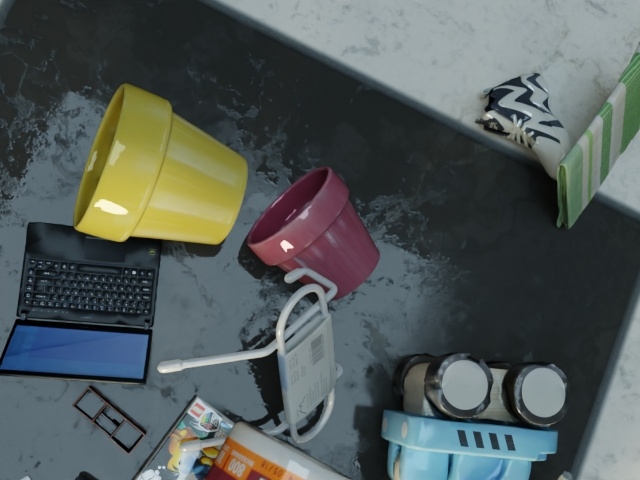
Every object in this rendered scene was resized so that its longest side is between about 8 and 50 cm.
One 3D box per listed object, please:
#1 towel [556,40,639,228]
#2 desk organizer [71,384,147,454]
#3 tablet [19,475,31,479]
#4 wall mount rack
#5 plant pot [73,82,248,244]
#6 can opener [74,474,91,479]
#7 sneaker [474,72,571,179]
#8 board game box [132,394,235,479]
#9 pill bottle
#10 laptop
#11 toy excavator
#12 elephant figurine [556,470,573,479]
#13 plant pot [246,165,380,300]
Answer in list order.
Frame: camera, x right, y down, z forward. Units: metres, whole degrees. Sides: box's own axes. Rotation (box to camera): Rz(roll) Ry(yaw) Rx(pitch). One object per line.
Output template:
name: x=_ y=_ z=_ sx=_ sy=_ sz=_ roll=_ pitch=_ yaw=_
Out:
towel: x=0.544 y=-0.199 z=1.534 sx=0.038 sy=0.248 sz=0.325 roll=30 pitch=74 yaw=28
desk organizer: x=-0.358 y=0.304 z=1.359 sx=0.130 sy=0.050 sz=0.047 roll=41 pitch=76 yaw=-3
tablet: x=-0.509 y=0.437 z=1.332 sx=0.083 sy=0.006 sz=0.054 roll=-32 pitch=89 yaw=-14
wall mount rack: x=-0.092 y=0.213 z=1.303 sx=0.130 sy=0.350 sz=0.304 roll=28 pitch=49 yaw=33
plant pot: x=-0.261 y=-0.103 z=1.353 sx=0.239 sy=0.254 sz=0.254 roll=19 pitch=78 yaw=-23
can opener: x=-0.343 y=0.461 z=1.344 sx=0.186 sy=0.073 sz=0.059 roll=34 pitch=115 yaw=-1
sneaker: x=0.382 y=-0.213 z=1.554 sx=0.153 sy=0.094 sz=0.235 roll=-10 pitch=73 yaw=-6
board game box: x=-0.150 y=0.434 z=1.379 sx=0.305 sy=0.053 sz=0.193 roll=37 pitch=76 yaw=-4
pill bottle: x=-0.121 y=0.493 z=1.189 sx=0.224 sy=0.224 sz=0.392 roll=29 pitch=77 yaw=-6
laptop: x=-0.394 y=0.099 z=1.339 sx=0.234 sy=0.136 sz=0.265 roll=6 pitch=80 yaw=-11
toy excavator: x=0.186 y=0.412 z=1.354 sx=0.432 sy=0.222 sz=0.445 roll=8 pitch=80 yaw=-12
elephant figurine: x=0.317 y=0.519 z=1.415 sx=0.239 sy=0.169 sz=0.186 roll=2 pitch=55 yaw=3
plant pot: x=0.000 y=0.000 z=1.415 sx=0.201 sy=0.201 sz=0.180 roll=-47 pitch=109 yaw=-14
